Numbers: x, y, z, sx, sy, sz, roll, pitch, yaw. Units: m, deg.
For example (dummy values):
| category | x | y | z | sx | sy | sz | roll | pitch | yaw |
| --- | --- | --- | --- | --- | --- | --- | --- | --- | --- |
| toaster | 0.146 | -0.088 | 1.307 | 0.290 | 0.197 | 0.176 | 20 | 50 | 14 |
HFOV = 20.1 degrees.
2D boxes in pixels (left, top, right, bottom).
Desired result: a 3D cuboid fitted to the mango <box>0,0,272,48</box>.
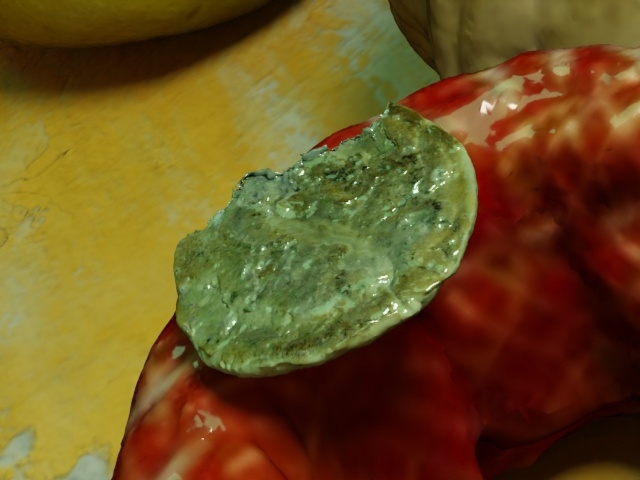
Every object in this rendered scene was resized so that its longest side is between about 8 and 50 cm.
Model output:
| category | x | y | z | sx | sy | sz | roll | pitch | yaw |
| --- | --- | --- | --- | --- | --- | --- | --- | --- | --- |
| mango | -0.161 | -0.274 | 1.314 | 0.445 | 0.220 | 0.301 | 12 | 59 | 46 |

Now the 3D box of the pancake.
| category | x | y | z | sx | sy | sz | roll | pitch | yaw |
| --- | --- | --- | --- | --- | --- | --- | --- | --- | --- |
| pancake | 0.001 | 0.003 | 0.694 | 0.129 | 0.022 | 0.116 | -26 | 43 | 10 |

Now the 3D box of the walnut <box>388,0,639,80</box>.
| category | x | y | z | sx | sy | sz | roll | pitch | yaw |
| --- | --- | --- | --- | --- | --- | --- | --- | --- | --- |
| walnut | 0.178 | -0.189 | 0.935 | 0.306 | 0.306 | 0.344 | 24 | 72 | 47 |

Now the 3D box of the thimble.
| category | x | y | z | sx | sy | sz | roll | pitch | yaw |
| --- | --- | --- | --- | --- | --- | --- | --- | --- | --- |
| thimble | 0.097 | 0.097 | 0.731 | 0.350 | 0.230 | 0.350 | -18 | 43 | 17 |
